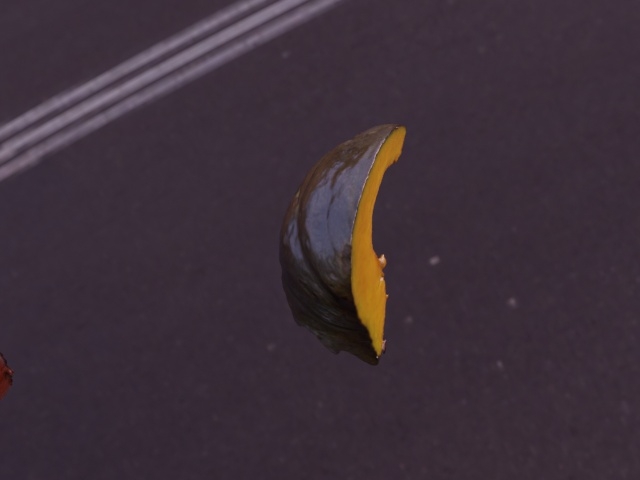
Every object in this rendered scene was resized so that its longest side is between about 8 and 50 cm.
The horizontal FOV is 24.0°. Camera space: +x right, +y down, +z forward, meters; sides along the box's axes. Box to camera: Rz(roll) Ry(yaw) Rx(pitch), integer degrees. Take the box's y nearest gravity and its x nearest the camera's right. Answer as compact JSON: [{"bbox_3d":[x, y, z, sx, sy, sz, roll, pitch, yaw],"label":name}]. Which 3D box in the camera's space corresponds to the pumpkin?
[{"bbox_3d":[0.000,0.000,1.528,0.130,0.254,0.149,10,6,22],"label":"pumpkin"}]

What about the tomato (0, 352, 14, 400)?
[{"bbox_3d":[-0.352,0.081,1.194,0.225,0.225,0.085,5,55,44],"label":"tomato"}]
